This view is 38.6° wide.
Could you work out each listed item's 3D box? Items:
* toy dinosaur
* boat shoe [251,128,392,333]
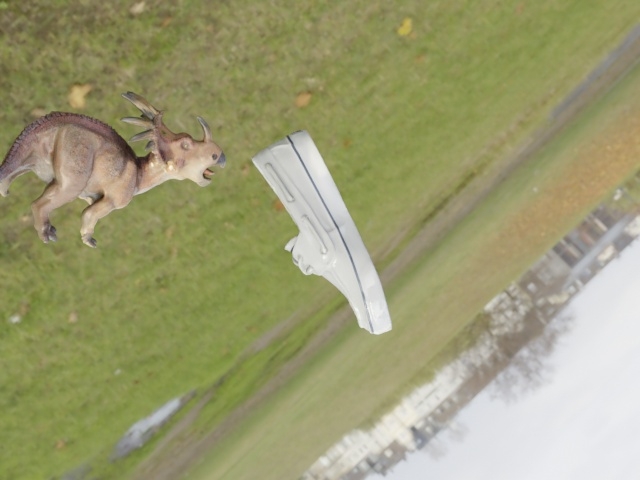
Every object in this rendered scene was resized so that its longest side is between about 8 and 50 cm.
[{"bbox_3d":[-0.283,-0.107,1.132,0.296,0.127,0.200,10,122,-51],"label":"toy dinosaur"},{"bbox_3d":[0.000,0.000,1.071,0.084,0.258,0.095,-25,170,-3],"label":"boat shoe"}]
